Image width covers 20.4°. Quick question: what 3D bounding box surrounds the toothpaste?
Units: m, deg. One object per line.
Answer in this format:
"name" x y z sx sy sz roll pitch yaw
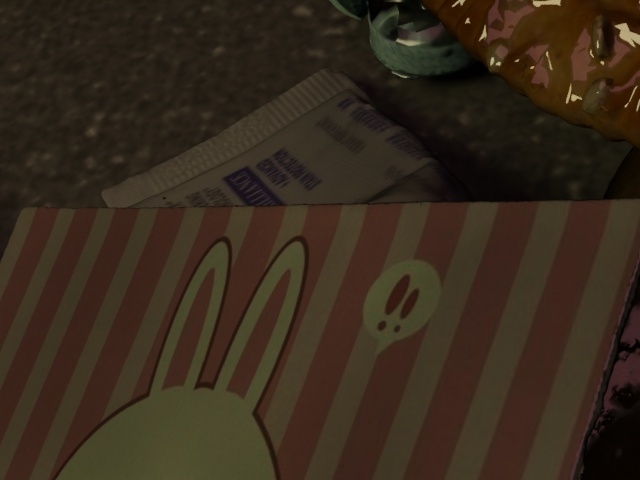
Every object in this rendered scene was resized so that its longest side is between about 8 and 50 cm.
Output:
"toothpaste" 0.002 0.000 0.596 0.099 0.068 0.282 -1 20 -18

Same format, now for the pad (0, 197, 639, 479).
"pad" -0.047 0.078 0.509 0.299 0.005 0.202 2 66 51

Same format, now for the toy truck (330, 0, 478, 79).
"toy truck" 0.154 -0.137 0.665 0.305 0.136 0.162 16 52 23

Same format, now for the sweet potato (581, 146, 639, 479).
"sweet potato" 0.080 0.059 0.572 0.286 0.085 0.112 -48 24 -10

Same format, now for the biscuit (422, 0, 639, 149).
"biscuit" 0.164 -0.137 0.545 0.305 0.038 0.305 -6 51 8
